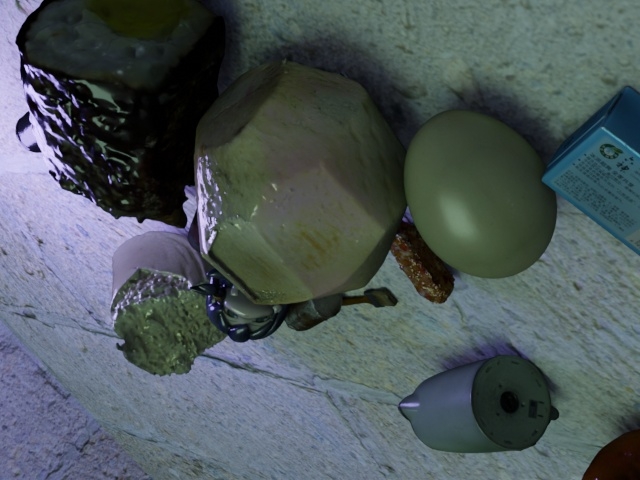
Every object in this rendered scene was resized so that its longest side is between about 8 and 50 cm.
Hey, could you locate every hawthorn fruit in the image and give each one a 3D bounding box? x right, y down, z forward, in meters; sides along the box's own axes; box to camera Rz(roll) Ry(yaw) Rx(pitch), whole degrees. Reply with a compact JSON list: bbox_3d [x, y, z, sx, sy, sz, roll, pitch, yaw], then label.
[{"bbox_3d":[0.539,0.425,1.637,0.224,0.224,0.261,33,172,6],"label":"hawthorn fruit"}]

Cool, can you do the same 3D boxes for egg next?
[{"bbox_3d":[0.207,-0.061,1.285,0.241,0.186,0.186,52,148,-17],"label":"egg"}]

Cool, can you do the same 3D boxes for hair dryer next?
[{"bbox_3d":[-0.473,-0.192,1.967,0.251,0.089,0.197,38,151,-22],"label":"hair dryer"}]

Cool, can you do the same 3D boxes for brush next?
[{"bbox_3d":[0.082,0.113,1.861,0.043,0.014,0.170,49,150,-19],"label":"brush"}]

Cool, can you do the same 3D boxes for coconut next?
[{"bbox_3d":[-0.033,-0.069,1.411,0.353,0.352,0.352,27,150,17],"label":"coconut"}]

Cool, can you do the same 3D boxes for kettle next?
[{"bbox_3d":[0.301,0.314,1.786,0.240,0.165,0.255,15,159,-21],"label":"kettle"}]

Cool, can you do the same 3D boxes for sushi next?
[{"bbox_3d":[-0.298,-0.227,1.484,0.299,0.281,0.294,35,148,24],"label":"sushi"}]

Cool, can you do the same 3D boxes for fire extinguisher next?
[{"bbox_3d":[-0.217,-0.042,1.908,0.089,0.072,0.267,68,157,17],"label":"fire extinguisher"}]

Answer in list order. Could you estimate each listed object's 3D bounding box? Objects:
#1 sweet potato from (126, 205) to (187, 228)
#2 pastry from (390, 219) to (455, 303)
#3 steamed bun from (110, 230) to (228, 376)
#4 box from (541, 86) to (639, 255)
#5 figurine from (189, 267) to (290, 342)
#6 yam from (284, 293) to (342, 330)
[{"bbox_3d":[-0.362,-0.168,1.804,0.158,0.158,0.369,13,137,36],"label":"sweet potato"},{"bbox_3d":[0.161,0.028,1.603,0.087,0.063,0.169,2,134,54],"label":"pastry"},{"bbox_3d":[-0.288,0.126,2.086,0.272,0.273,0.290,-13,145,0],"label":"steamed bun"},{"bbox_3d":[0.405,-0.060,1.180,0.232,0.083,0.142,38,152,0],"label":"box"},{"bbox_3d":[-0.127,0.082,1.862,0.175,0.197,0.265,36,131,2],"label":"figurine"},{"bbox_3d":[-0.017,0.133,1.930,0.079,0.079,0.141,42,148,-10],"label":"yam"}]
